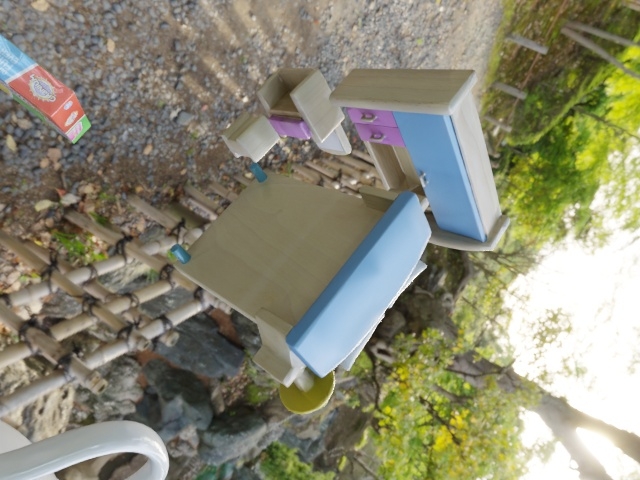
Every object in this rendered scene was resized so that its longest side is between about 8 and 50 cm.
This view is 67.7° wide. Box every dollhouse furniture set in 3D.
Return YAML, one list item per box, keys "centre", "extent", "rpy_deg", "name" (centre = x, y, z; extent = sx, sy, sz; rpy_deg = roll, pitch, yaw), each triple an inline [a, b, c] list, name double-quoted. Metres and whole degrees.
- centre: [0.000, 0.000, 0.487]
  extent: [0.303, 0.286, 0.198]
  rpy_deg: [-51, 134, -20]
  name: "dollhouse furniture set"

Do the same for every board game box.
- centre: [-0.617, -0.328, 0.992]
  extent: [0.064, 0.242, 0.316]
  rpy_deg: [-54, -163, -11]
  name: "board game box"

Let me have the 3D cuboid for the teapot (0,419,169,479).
- centre: [-0.262, 0.235, 0.328]
  extent: [0.187, 0.256, 0.252]
  rpy_deg: [41, 54, -52]
  name: "teapot"
